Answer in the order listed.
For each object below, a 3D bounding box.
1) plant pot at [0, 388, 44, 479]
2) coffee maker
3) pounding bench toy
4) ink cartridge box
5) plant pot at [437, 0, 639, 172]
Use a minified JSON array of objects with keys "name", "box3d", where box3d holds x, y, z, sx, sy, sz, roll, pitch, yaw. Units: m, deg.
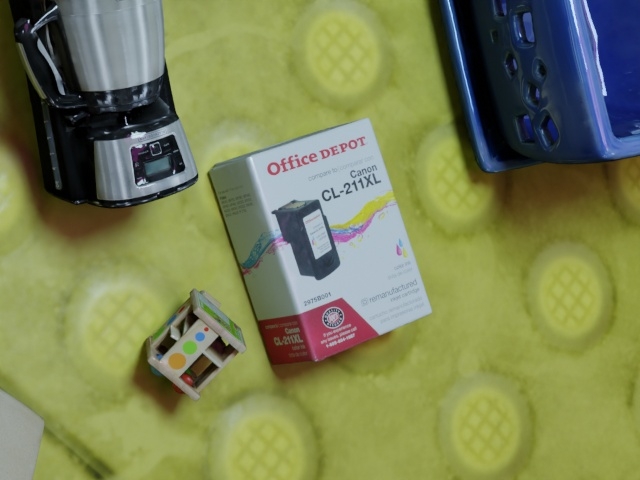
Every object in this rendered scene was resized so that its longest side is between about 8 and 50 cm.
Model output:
[{"name":"plant pot","box3d":[-0.259,0.149,1.092,0.096,0.109,0.109,21,73,-40]},{"name":"coffee maker","box3d":[-0.165,-0.127,1.168,0.120,0.171,0.178,-11,111,-10]},{"name":"pounding bench toy","box3d":[-0.103,0.080,1.224,0.052,0.083,0.065,42,96,-17]},{"name":"ink cartridge box","box3d":[0.000,0.000,1.280,0.127,0.072,0.175,-21,95,-31]},{"name":"plant pot","box3d":[0.242,-0.185,1.368,0.236,0.212,0.236,-14,90,-31]}]
